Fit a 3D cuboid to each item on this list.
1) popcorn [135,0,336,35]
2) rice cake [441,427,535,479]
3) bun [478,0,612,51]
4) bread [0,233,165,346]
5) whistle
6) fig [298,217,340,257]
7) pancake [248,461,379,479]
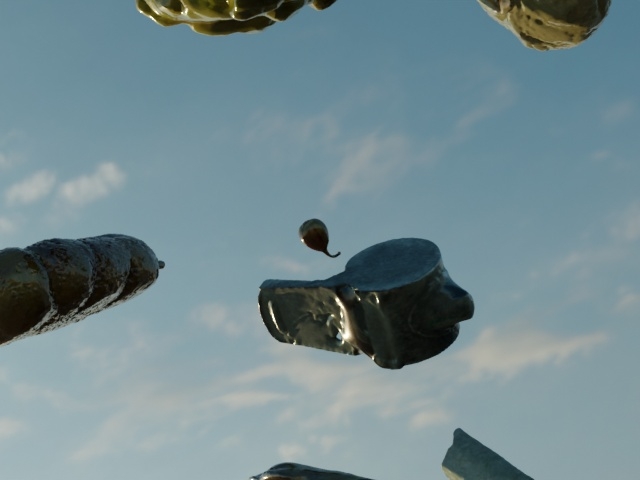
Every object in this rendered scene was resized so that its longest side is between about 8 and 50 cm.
[{"bbox_3d":[-0.099,-0.328,1.133,0.250,0.235,0.242,14,-15,16],"label":"popcorn"},{"bbox_3d":[0.241,0.332,1.435,0.069,0.206,0.063,-43,-49,-16],"label":"rice cake"},{"bbox_3d":[0.263,-0.330,1.361,0.134,0.220,0.220,-32,-27,-14],"label":"bun"},{"bbox_3d":[-0.254,0.040,1.133,0.124,0.084,0.344,-25,-3,20],"label":"bread"},{"bbox_3d":[0.078,0.128,1.998,0.404,0.188,0.168,-14,-64,9],"label":"whistle"},{"bbox_3d":[0.000,0.000,1.838,0.050,0.050,0.083,-38,-77,29],"label":"fig"},{"bbox_3d":[0.040,0.176,0.689,0.184,0.020,0.190,33,-26,-32],"label":"pancake"}]
